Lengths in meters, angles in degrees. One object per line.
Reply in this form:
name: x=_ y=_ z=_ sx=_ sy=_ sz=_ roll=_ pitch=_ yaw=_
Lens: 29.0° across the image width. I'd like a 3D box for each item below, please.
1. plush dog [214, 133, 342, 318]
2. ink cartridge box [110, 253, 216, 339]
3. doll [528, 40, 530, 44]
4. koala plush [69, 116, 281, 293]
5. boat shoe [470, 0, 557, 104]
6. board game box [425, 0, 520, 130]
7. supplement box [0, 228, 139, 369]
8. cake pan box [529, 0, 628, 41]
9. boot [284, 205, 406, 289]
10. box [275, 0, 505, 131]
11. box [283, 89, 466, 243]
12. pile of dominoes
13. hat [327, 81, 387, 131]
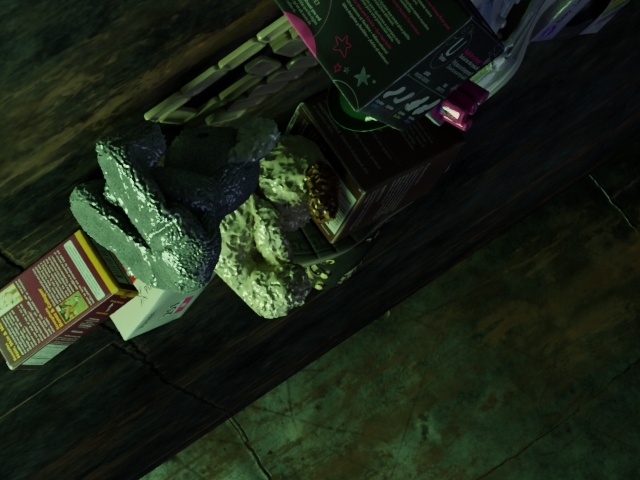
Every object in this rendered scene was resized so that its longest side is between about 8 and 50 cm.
plush dog: x=-0.087 y=-0.057 z=1.731 sx=0.225 sy=0.262 sz=0.210 roll=-45 pitch=129 yaw=-3
ink cartridge box: x=-0.271 y=0.072 z=1.970 sx=0.239 sy=0.060 sz=0.275 roll=-24 pitch=163 yaw=-43
doll: x=0.271 y=-0.289 z=2.050 sx=0.189 sy=0.046 sz=0.129 roll=-41 pitch=157 yaw=-3
koala plush: x=-0.155 y=-0.064 z=1.533 sx=0.221 sy=0.203 sz=0.196 roll=-40 pitch=177 yaw=-36
boat shoe: x=0.248 y=-0.320 z=1.709 sx=0.320 sy=0.118 sz=0.103 roll=-50 pitch=150 yaw=7
board game box: x=0.216 y=-0.329 z=1.457 sx=0.390 sy=0.050 sz=0.390 roll=-60 pitch=164 yaw=4
supplement box: x=-0.359 y=0.083 z=1.694 sx=0.188 sy=0.104 sz=0.081 roll=-36 pitch=167 yaw=7
cake pan box: x=0.454 y=-0.427 z=1.980 sx=0.246 sy=0.070 sz=0.267 roll=-14 pitch=156 yaw=-51
boot: x=0.000 y=0.000 z=2.227 sx=0.377 sy=0.138 sz=0.284 roll=-33 pitch=167 yaw=-33
box: x=0.044 y=-0.251 z=1.206 sx=0.142 sy=0.247 sz=0.163 roll=-37 pitch=167 yaw=15
box: x=0.069 y=-0.133 z=1.844 sx=0.203 sy=0.167 sz=0.168 roll=-28 pitch=164 yaw=-29
pile of dominoes: x=-0.080 y=-0.222 z=1.517 sx=0.251 sy=0.040 sz=0.196 roll=-31 pitch=169 yaw=21
hat: x=0.058 y=-0.273 z=1.584 sx=0.208 sy=0.173 sz=0.183 roll=-51 pitch=136 yaw=-12
